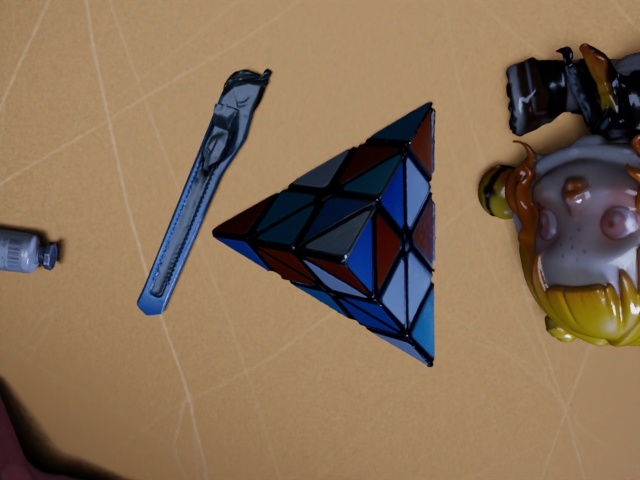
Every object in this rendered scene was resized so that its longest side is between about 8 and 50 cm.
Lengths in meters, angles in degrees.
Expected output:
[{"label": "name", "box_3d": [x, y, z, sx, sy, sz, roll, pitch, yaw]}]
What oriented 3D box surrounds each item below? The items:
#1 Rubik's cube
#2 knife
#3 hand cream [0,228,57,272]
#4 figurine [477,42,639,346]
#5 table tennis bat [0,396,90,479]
[{"label": "Rubik's cube", "box_3d": [0.000, 0.000, 1.630, 0.250, 0.234, 0.284, 5, 98, 4]}, {"label": "knife", "box_3d": [-0.127, -0.052, 1.736, 0.044, 0.026, 0.296, 21, 98, -10]}, {"label": "hand cream", "box_3d": [-0.382, 0.005, 1.758, 0.194, 0.042, 0.067, 8, 105, 8]}, {"label": "figurine", "box_3d": [0.307, -0.032, 1.623, 0.320, 0.196, 0.323, 0, 89, 47]}, {"label": "table tennis bat", "box_3d": [-0.287, 0.341, 1.708, 0.268, 0.051, 0.414, -18, 69, -28]}]
